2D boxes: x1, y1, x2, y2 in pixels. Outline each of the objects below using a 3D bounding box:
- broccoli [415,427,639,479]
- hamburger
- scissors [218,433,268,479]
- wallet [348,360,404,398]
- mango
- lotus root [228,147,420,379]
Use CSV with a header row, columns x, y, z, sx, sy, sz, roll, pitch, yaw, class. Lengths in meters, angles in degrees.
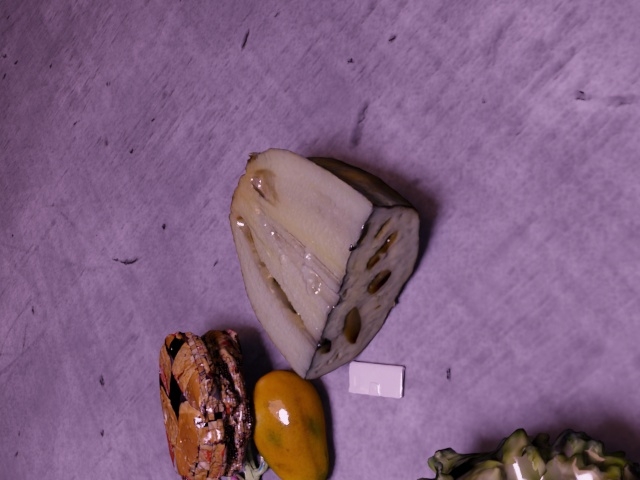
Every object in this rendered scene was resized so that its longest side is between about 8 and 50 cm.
x,y,z,sx,sy,sz,roll,pitch,yaw,class
0.173,0.334,0.500,0.293,0.281,0.348,45,105,22,broccoli
-0.171,0.242,0.843,0.231,0.107,0.231,-11,77,59,hamburger
-0.094,0.392,0.849,0.133,0.020,0.187,-49,56,25,scissors
0.075,0.188,0.779,0.083,0.011,0.044,-3,78,35,wallet
-0.045,0.263,0.803,0.111,0.089,0.163,-13,79,35,mango
-0.011,0.004,0.808,0.260,0.149,0.267,42,122,39,lotus root
